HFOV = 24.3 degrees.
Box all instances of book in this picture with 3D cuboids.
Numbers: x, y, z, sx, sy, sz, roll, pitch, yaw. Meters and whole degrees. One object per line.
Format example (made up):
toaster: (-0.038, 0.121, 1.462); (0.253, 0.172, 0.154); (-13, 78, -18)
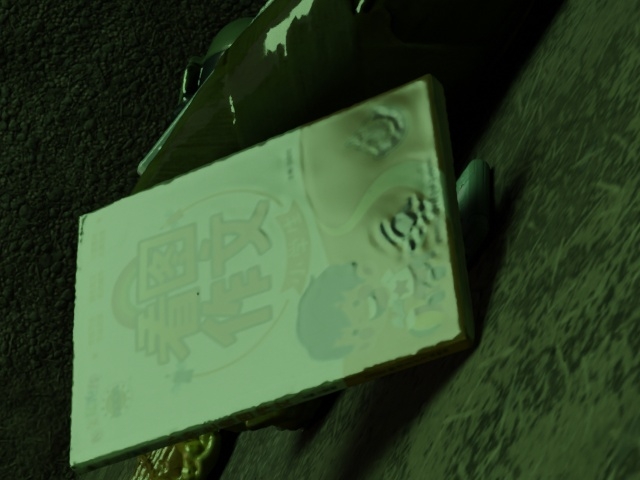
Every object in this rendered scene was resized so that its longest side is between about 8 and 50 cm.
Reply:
book: (-0.042, 0.023, 0.992); (0.295, 0.020, 0.208); (-21, 53, 22)

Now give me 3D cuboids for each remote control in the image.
remote control: (0.100, -0.016, 1.039); (0.053, 0.018, 0.124); (-59, 8, 24)

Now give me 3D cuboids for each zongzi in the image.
zongzi: (0.046, -0.183, 1.147); (0.418, 0.181, 0.447); (-34, -16, -52)

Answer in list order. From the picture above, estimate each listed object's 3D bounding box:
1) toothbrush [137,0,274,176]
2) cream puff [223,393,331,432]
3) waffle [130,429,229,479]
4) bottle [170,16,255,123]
toothbrush: (-0.056, -0.181, 1.312); (0.342, 0.025, 0.030); (-50, -14, 16)
cream puff: (-0.049, 0.082, 1.217); (0.156, 0.156, 0.121); (-70, -8, -49)
waffle: (-0.150, 0.224, 1.632); (0.281, 0.058, 0.301); (-59, 9, 18)
bottle: (-0.074, -0.060, 1.485); (0.168, 0.168, 0.347); (132, 149, -58)
